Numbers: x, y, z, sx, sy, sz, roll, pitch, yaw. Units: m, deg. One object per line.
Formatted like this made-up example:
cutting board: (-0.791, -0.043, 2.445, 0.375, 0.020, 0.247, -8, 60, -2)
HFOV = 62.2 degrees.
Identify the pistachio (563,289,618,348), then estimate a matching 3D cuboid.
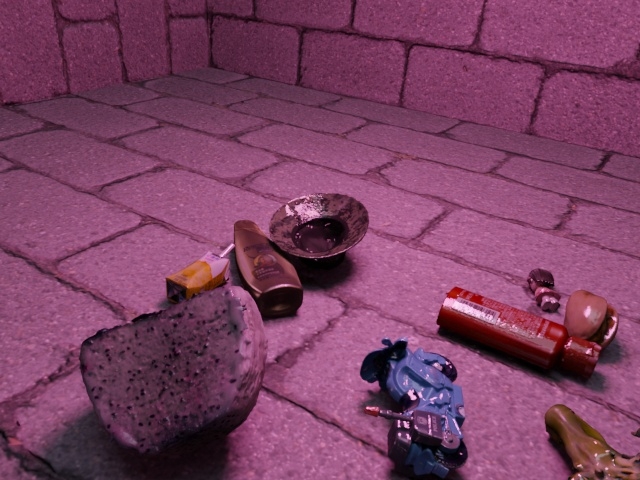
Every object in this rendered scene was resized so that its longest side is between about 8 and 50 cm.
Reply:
pistachio: (0.575, 0.171, 1.137, 0.113, 0.113, 0.149, 17, 38, 22)

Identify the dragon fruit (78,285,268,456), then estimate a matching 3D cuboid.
dragon fruit: (-0.207, 0.223, 0.860, 0.283, 0.204, 0.221, -24, 64, 2)

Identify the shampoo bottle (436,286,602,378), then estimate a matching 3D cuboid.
shampoo bottle: (0.406, 0.189, 1.105, 0.314, 0.076, 0.118, 20, 32, 26)

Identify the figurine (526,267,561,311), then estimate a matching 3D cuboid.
figurine: (0.545, 0.115, 1.280, 0.072, 0.054, 0.129, 8, 31, -1)

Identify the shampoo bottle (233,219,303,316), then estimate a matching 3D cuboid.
shampoo bottle: (-0.141, 0.052, 1.282, 0.126, 0.084, 0.350, -6, 30, -17)

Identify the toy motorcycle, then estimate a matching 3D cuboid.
toy motorcycle: (0.154, 0.267, 0.897, 0.182, 0.123, 0.272, 15, 29, -1)

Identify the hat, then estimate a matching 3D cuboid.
hat: (0.000, 0.000, 1.347, 0.266, 0.128, 0.265, -2, 37, 2)

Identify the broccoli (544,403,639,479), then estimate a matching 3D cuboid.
broccoli: (0.404, 0.364, 0.777, 0.198, 0.177, 0.275, -47, 16, -14)

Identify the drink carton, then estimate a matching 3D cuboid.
drink carton: (-0.265, 0.076, 1.232, 0.084, 0.074, 0.200, 19, 31, 24)
